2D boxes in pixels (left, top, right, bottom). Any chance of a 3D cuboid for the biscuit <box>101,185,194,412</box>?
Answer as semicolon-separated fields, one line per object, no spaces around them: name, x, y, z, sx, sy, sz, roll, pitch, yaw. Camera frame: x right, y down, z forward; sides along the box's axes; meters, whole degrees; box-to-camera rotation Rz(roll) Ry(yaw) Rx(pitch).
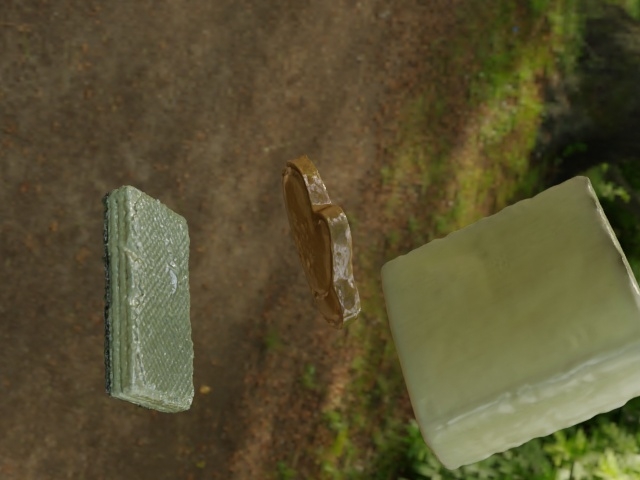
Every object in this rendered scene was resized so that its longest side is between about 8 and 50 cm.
biscuit;-0.160;0.058;1.100;0.121;0.040;0.200;39;43;-63

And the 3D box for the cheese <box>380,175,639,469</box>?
cheese;0.214;0.089;1.260;0.124;0.265;0.243;54;17;-42

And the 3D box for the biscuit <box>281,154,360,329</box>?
biscuit;-0.002;0.000;0.911;0.023;0.118;0.140;-16;81;-15
